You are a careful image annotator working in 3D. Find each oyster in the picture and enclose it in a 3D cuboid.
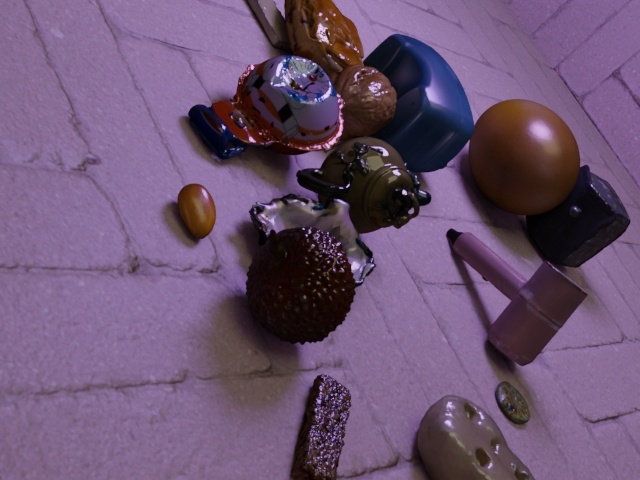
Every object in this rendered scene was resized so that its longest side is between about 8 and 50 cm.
[{"bbox_3d":[-0.006,0.005,1.622,0.259,0.092,0.198,-16,67,-48],"label":"oyster"}]

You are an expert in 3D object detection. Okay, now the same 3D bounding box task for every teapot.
[{"bbox_3d":[0.084,-0.087,1.740,0.269,0.173,0.182,4,16,-43],"label":"teapot"}]

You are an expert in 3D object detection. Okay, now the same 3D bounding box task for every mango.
[{"bbox_3d":[-0.182,-0.042,1.476,0.060,0.046,0.089,17,54,-41],"label":"mango"}]

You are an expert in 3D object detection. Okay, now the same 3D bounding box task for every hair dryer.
[{"bbox_3d":[0.348,0.081,1.991,0.106,0.189,0.344,30,11,-44],"label":"hair dryer"}]

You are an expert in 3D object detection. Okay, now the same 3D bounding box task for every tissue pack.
[{"bbox_3d":[0.211,-0.289,2.163,0.206,0.198,0.287,21,36,-38],"label":"tissue pack"}]

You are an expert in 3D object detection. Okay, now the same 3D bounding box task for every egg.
[{"bbox_3d":[0.475,-0.201,2.372,0.250,0.250,0.322,31,24,-29],"label":"egg"}]

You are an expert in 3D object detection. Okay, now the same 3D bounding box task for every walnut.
[{"bbox_3d":[0.068,-0.272,2.000,0.155,0.155,0.184,53,28,8],"label":"walnut"}]

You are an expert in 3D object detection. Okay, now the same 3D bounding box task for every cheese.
[{"bbox_3d":[0.252,0.358,1.535,0.263,0.093,0.159,52,27,7],"label":"cheese"},{"bbox_3d":[-0.083,-0.223,1.751,0.329,0.129,0.217,-24,68,-42],"label":"cheese"}]

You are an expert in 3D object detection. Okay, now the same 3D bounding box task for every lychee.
[{"bbox_3d":[-0.033,0.058,1.428,0.197,0.165,0.165,46,24,-40],"label":"lychee"}]

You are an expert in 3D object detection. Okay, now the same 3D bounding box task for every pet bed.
[{"bbox_3d":[0.608,-0.054,2.414,0.159,0.211,0.183,20,40,-42],"label":"pet bed"}]

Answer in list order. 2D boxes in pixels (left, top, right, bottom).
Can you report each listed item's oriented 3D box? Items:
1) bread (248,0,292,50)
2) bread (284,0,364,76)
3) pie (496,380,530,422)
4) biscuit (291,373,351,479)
[{"bbox_3d":[-0.103,-0.465,2.122,0.068,0.028,0.154,2,53,-54],"label":"bread"},{"bbox_3d":[0.016,-0.428,2.135,0.210,0.099,0.235,38,29,-41],"label":"bread"},{"bbox_3d":[0.349,0.294,1.827,0.085,0.017,0.085,33,32,-24],"label":"pie"},{"bbox_3d":[0.004,0.260,1.367,0.064,0.034,0.199,39,29,-16],"label":"biscuit"}]
